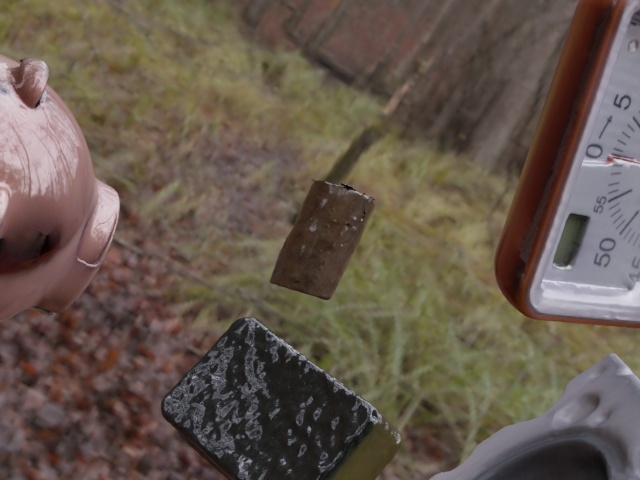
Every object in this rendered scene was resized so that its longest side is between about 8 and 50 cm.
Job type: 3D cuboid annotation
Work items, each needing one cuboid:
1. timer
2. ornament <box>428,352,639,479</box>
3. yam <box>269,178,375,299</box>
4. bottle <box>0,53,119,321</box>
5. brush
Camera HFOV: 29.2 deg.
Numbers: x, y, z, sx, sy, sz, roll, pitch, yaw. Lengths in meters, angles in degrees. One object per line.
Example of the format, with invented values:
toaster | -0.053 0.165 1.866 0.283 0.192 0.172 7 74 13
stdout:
timer | 0.248 -0.066 0.968 0.161 0.257 0.250 28 18 38
ornament | 0.173 0.255 0.738 0.239 0.240 0.239 53 6 -11
yam | 0.003 0.001 1.332 0.084 0.127 0.084 22 -2 1
bottle | -0.183 -0.014 0.530 0.148 0.147 0.236 24 -22 -34
brush | -0.038 0.155 1.041 0.197 0.123 0.059 31 -15 40
